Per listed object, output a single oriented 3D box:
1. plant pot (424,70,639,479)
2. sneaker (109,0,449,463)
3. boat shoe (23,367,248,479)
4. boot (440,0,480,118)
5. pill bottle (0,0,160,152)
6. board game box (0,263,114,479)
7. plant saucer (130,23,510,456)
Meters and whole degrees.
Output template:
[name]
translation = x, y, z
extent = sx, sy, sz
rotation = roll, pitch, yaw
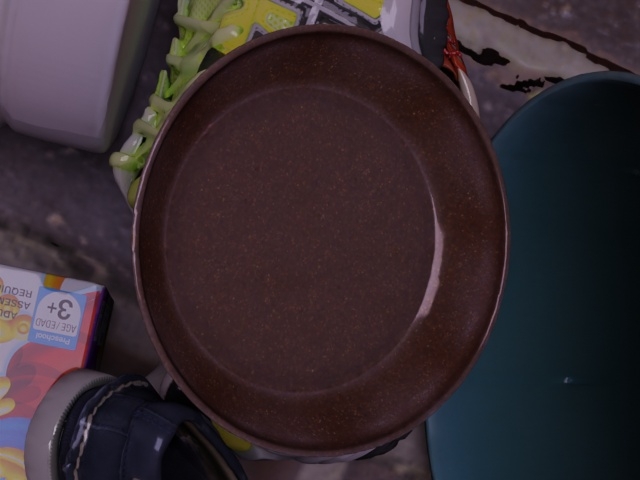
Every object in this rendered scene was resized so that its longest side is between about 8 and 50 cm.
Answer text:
[plant pot]
translation = 0.223, 0.073, 0.627
extent = 0.235, 0.293, 0.293
rotation = 3, 83, -23
[sneaker]
translation = -0.027, -0.074, 0.654
extent = 0.147, 0.145, 0.384
rotation = 0, 81, -36
[boat shoe]
translation = -0.054, 0.160, 0.612
extent = 0.079, 0.254, 0.095
rotation = 8, 43, 32
[boot]
translation = 0.059, -0.112, 0.719
extent = 0.059, 0.084, 0.158
rotation = -12, 84, -7
[pill bottle]
translation = -0.261, -0.172, 0.624
extent = 0.361, 0.204, 0.204
rotation = 15, 82, -5
[board game box]
translation = -0.202, 0.147, 0.627
extent = 0.142, 0.144, 0.275
rotation = 12, 83, -6
[plant saucer]
translation = 0.000, 0.000, 0.585
extent = 0.198, 0.036, 0.198
rotation = -1, 92, -28
